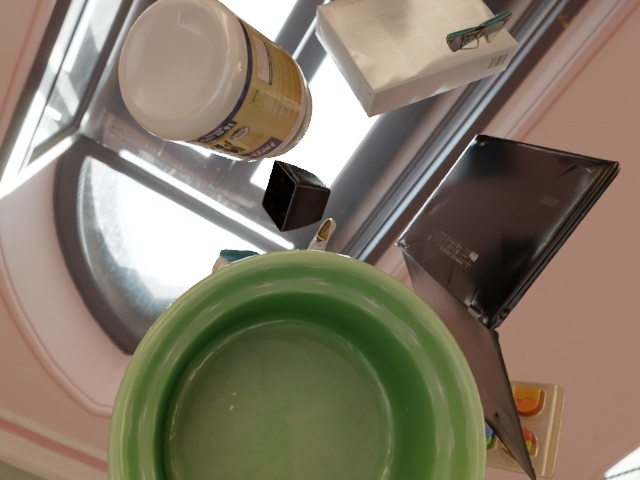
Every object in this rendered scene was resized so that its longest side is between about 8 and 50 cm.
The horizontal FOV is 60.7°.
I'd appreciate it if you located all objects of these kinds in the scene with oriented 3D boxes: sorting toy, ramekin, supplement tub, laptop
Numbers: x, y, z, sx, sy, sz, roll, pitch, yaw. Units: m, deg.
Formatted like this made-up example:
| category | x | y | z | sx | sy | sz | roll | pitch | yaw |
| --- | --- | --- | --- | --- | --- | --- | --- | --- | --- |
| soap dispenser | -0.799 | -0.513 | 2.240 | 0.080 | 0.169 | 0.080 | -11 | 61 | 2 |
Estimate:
| category | x | y | z | sx | sy | sz | roll | pitch | yaw |
| --- | --- | --- | --- | --- | --- | --- | --- | --- | --- |
| sorting toy | 0.370 | 0.362 | 1.100 | 0.038 | 0.208 | 0.193 | 58 | -135 | -37 |
| ramekin | -0.023 | 0.174 | 0.496 | 0.303 | 0.148 | 0.304 | 4 | -110 | -11 |
| supplement tub | -0.161 | -0.263 | 0.956 | 0.228 | 0.228 | 0.316 | 45 | -165 | 18 |
| laptop | 0.299 | 0.073 | 0.901 | 0.236 | 0.408 | 0.382 | 33 | -172 | -18 |

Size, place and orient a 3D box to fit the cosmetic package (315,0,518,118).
| category | x | y | z | sx | sy | sz | roll | pitch | yaw |
| --- | --- | --- | --- | --- | --- | --- | --- | --- | --- |
| cosmetic package | 0.216 | -0.471 | 1.276 | 0.376 | 0.097 | 0.285 | -21 | -111 | -13 |

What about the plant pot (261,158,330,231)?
| category | x | y | z | sx | sy | sz | roll | pitch | yaw |
| --- | --- | --- | --- | --- | --- | --- | --- | --- | --- |
| plant pot | -0.076 | -0.154 | 1.893 | 0.166 | 0.188 | 0.187 | -1 | -146 | -32 |

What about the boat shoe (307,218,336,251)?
| category | x | y | z | sx | sy | sz | roll | pitch | yaw |
| --- | --- | --- | --- | --- | --- | --- | --- | --- | --- |
| boat shoe | 0.000 | 0.000 | 1.114 | 0.035 | 0.100 | 0.035 | 30 | -179 | 13 |

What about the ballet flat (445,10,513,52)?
| category | x | y | z | sx | sy | sz | roll | pitch | yaw |
| --- | --- | --- | --- | --- | --- | --- | --- | --- | --- |
| ballet flat | 0.268 | -0.346 | 0.919 | 0.041 | 0.114 | 0.041 | -20 | -90 | -83 |

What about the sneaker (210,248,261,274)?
| category | x | y | z | sx | sy | sz | roll | pitch | yaw |
| --- | --- | --- | --- | --- | --- | --- | --- | --- | --- |
| sneaker | -0.212 | 0.083 | 1.533 | 0.228 | 0.092 | 0.087 | 12 | -154 | -49 |
